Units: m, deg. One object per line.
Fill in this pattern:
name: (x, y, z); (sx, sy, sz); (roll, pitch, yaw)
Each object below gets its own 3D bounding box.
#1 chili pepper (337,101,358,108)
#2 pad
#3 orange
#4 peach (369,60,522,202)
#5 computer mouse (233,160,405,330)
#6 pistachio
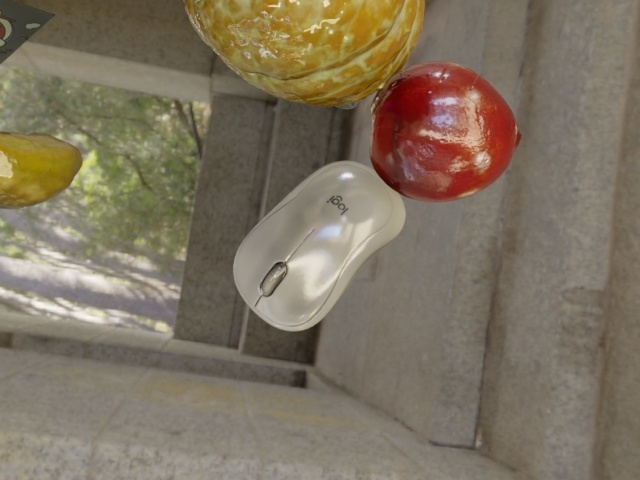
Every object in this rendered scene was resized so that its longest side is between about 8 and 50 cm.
chili pepper: (0.021, -0.217, 1.014); (0.041, 0.050, 0.153); (-63, -27, -13)
pad: (-0.514, -0.298, 0.979); (0.170, 0.246, 0.006); (-23, 75, 33)
orange: (-0.017, -0.305, 0.782); (0.329, 0.249, 0.328); (-1, -90, -66)
peach: (0.160, -0.140, 0.934); (0.197, 0.198, 0.197); (-171, 90, -82)
computer mouse: (0.000, 0.000, 1.117); (0.297, 0.184, 0.121); (-40, -14, -9)
pistachio: (-0.375, -0.085, 0.901); (0.189, 0.110, 0.100); (-6, -69, -61)
